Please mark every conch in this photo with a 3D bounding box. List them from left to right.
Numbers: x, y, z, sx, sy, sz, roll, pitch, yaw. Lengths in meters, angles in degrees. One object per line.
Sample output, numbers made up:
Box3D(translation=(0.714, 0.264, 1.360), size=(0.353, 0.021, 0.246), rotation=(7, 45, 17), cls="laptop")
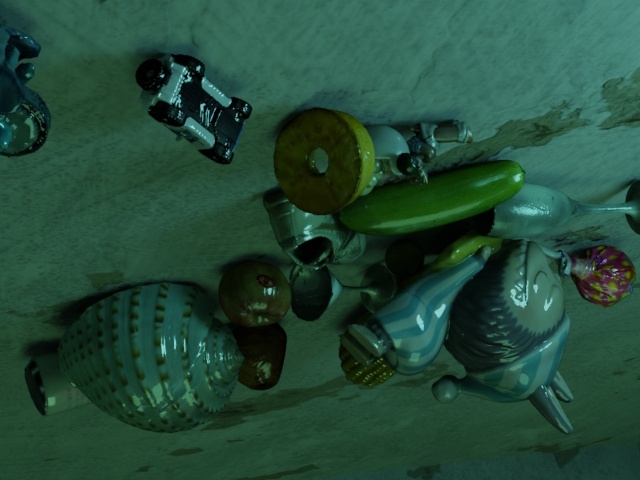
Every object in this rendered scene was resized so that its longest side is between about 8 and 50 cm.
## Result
Box3D(translation=(-0.303, 0.232, 1.906), size=(0.319, 0.215, 0.303), rotation=(-24, 140, -2), cls="conch")

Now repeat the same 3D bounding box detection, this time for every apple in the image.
Box3D(translation=(-0.115, 0.093, 1.847), size=(0.126, 0.102, 0.126), rotation=(-11, 152, -6), cls="apple")

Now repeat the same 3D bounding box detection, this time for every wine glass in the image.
Box3D(translation=(0.044, 0.088, 1.896), size=(0.183, 0.122, 0.122), rotation=(5, 152, -41), cls="wine glass")
Box3D(translation=(0.419, 0.023, 1.711), size=(0.309, 0.264, 0.096), rotation=(-2, 153, -19), cls="wine glass")

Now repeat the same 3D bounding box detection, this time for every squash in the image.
Box3D(translation=(0.174, -0.061, 1.643), size=(0.292, 0.082, 0.082), rotation=(-13, 157, 4), cls="squash")

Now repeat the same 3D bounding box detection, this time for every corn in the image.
Box3D(translation=(0.146, 0.180, 2.125), size=(0.144, 0.144, 0.387), rotation=(-1, 151, -23), cls="corn")

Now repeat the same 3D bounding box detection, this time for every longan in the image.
Box3D(translation=(0.154, 0.030, 1.869), size=(0.083, 0.075, 0.075), rotation=(-19, 163, -28), cls="longan")

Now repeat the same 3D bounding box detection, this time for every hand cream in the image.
Box3D(translation=(-0.396, 0.250, 2.099), size=(0.358, 0.118, 0.185), rotation=(-11, 154, -27), cls="hand cream")

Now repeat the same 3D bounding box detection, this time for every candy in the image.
Box3D(translation=(0.459, 0.032, 1.994), size=(0.365, 0.124, 0.124), rotation=(22, 142, -36), cls="candy")

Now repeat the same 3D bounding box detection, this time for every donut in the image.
Box3D(translation=(0.009, -0.106, 1.404), size=(0.152, 0.152, 0.058), rotation=(-30, 172, 38), cls="donut")

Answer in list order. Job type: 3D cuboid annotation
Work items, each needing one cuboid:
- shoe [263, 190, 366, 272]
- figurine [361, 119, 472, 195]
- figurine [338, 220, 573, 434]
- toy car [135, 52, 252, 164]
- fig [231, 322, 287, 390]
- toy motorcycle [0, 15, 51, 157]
Box3D(translation=(0.000, 0.000, 1.692), size=(0.103, 0.098, 0.275), rotation=(-17, 158, 25), cls="shoe")
Box3D(translation=(0.113, -0.117, 1.471), size=(0.197, 0.093, 0.147), rotation=(-7, -171, -11), cls="figurine")
Box3D(translation=(0.291, 0.189, 1.799), size=(0.361, 0.378, 0.266), rotation=(-37, 169, -15), cls="figurine")
Box3D(translation=(-0.156, -0.160, 1.261), size=(0.070, 0.080, 0.170), rotation=(11, 165, 36), cls="toy car")
Box3D(translation=(-0.167, 0.226, 2.115), size=(0.201, 0.134, 0.146), rotation=(1, 114, -2), cls="fig")
Box3D(translation=(-0.423, -0.153, 1.110), size=(0.260, 0.154, 0.206), rotation=(-10, 134, 7), cls="toy motorcycle")
